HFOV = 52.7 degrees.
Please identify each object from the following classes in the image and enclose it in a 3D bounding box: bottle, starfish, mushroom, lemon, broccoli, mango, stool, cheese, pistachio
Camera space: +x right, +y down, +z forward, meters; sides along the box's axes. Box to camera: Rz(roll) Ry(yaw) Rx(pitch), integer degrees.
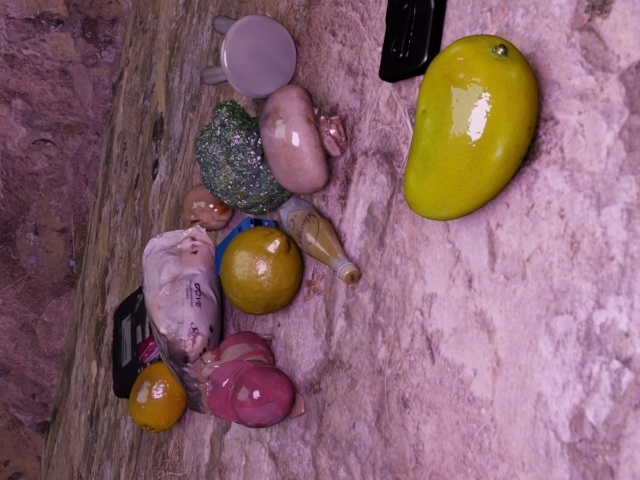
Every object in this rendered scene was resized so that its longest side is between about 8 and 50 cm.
[{"bbox_3d":[0.000,0.000,1.300,0.270,0.083,0.083,46,120,48],"label":"bottle"},{"bbox_3d":[-0.014,0.098,1.360,0.092,0.016,0.086,37,115,53],"label":"starfish"},{"bbox_3d":[-0.035,-0.210,1.334,0.226,0.178,0.227,-22,-90,-89],"label":"mushroom"},{"bbox_3d":[-0.130,0.071,1.397,0.248,0.184,0.184,116,147,-48],"label":"lemon"},{"bbox_3d":[-0.172,-0.190,1.515,0.262,0.269,0.242,104,-169,-48],"label":"broccoli"},{"bbox_3d":[-0.453,0.438,1.829,0.170,0.170,0.208,-9,59,57],"label":"lemon"},{"bbox_3d":[0.217,-0.155,0.932,0.185,0.149,0.273,23,107,51],"label":"mango"},{"bbox_3d":[-0.186,-0.457,1.626,0.198,0.195,0.196,23,101,60],"label":"stool"},{"bbox_3d":[-0.448,0.283,1.854,0.155,0.062,0.244,-49,-2,15],"label":"cheese"},{"bbox_3d":[-0.313,-0.095,1.791,0.215,0.143,0.144,37,113,62],"label":"pistachio"}]

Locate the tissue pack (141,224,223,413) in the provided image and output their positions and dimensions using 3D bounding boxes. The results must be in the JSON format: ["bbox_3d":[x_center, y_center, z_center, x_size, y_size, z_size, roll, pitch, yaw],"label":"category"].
[{"bbox_3d":[-0.341,0.200,1.629,0.390,0.194,0.376,96,165,-52],"label":"tissue pack"}]

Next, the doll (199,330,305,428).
[{"bbox_3d":[-0.153,0.302,1.367,0.256,0.196,0.152,-140,46,-63],"label":"doll"}]

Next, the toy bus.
[{"bbox_3d":[-0.178,0.020,1.559,0.184,0.106,0.090,-40,47,47],"label":"toy bus"}]

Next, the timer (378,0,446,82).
[{"bbox_3d":[0.162,-0.390,1.174,0.144,0.055,0.188,4,85,58],"label":"timer"}]

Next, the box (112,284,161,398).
[{"bbox_3d":[-0.625,0.342,2.203,0.350,0.090,0.360,-35,54,49],"label":"box"}]
